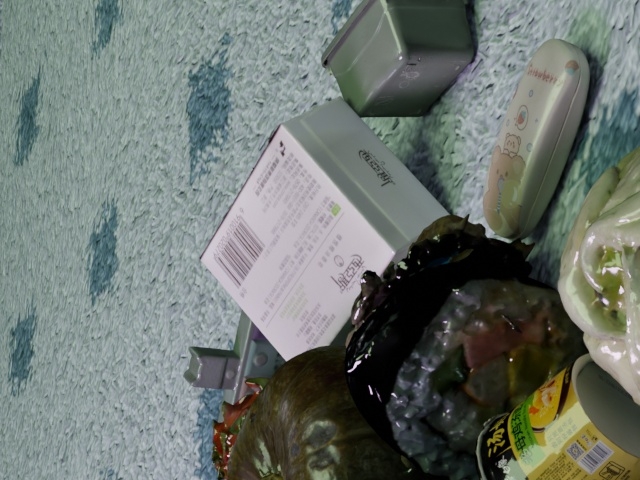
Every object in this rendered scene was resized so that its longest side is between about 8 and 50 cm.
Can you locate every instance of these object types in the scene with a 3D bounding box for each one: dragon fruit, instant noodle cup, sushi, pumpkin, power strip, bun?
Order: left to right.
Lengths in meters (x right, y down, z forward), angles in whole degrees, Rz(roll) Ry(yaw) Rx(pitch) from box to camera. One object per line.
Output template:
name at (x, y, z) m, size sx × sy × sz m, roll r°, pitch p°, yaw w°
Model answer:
power strip at (-0.096, 0.160, 2.250) m, size 0.061 × 0.145 × 0.215 m, roll 33°, pitch 112°, yaw 63°
dragon fruit at (-0.032, 0.227, 2.127) m, size 0.236 × 0.135 × 0.137 m, roll -32°, pitch 52°, yaw 34°
pumpkin at (0.002, 0.226, 1.895) m, size 0.325 × 0.242 × 0.232 m, roll -24°, pitch 70°, yaw 58°
sushi at (0.121, 0.094, 1.705) m, size 0.238 × 0.225 × 0.218 m, roll -39°, pitch 28°, yaw 12°
instant noodle cup at (0.225, 0.177, 1.538) m, size 0.122 × 0.151 × 0.151 m, roll -48°, pitch 40°, yaw 36°
bun at (0.280, 0.018, 1.429) m, size 0.259 × 0.160 × 0.259 m, roll -170°, pitch 90°, yaw -68°

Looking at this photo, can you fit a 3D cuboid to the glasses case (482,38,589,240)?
glasses case at (0.207, -0.096, 1.755) m, size 0.081 × 0.051 × 0.204 m, roll -123°, pitch 46°, yaw -58°

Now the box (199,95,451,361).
box at (0.000, 0.000, 2.022) m, size 0.194 × 0.111 × 0.260 m, roll 49°, pitch 135°, yaw 13°

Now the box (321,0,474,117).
box at (0.089, -0.202, 1.982) m, size 0.172 × 0.124 × 0.092 m, roll -49°, pitch 50°, yaw 53°
